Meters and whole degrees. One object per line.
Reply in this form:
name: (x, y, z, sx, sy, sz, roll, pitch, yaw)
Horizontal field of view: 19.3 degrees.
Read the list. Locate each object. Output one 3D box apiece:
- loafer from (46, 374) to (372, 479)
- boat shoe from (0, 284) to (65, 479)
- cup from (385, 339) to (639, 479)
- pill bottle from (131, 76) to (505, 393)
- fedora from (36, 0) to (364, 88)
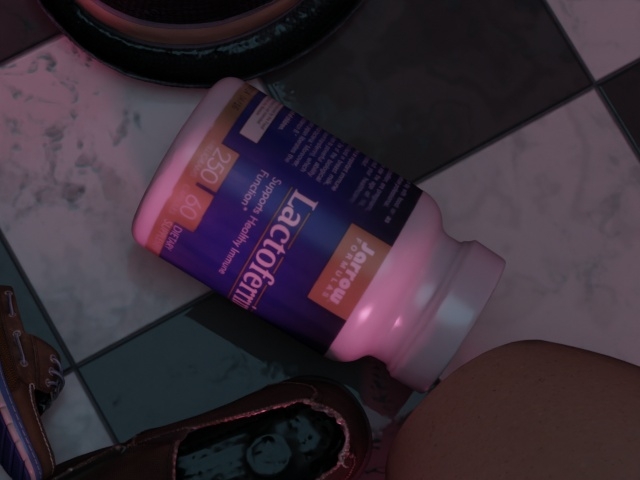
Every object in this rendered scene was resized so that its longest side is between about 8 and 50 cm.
loafer: (-0.128, 0.198, 1.411, 0.366, 0.130, 0.134, -30, 83, -10)
boat shoe: (-0.232, 0.103, 1.438, 0.066, 0.066, 0.183, -14, 61, -26)
cup: (0.181, 0.210, 1.381, 0.331, 0.331, 0.237, -31, 56, -13)
pill bottle: (0.000, 0.000, 1.463, 0.265, 0.153, 0.153, 31, 76, 0)
fedora: (-0.087, -0.291, 1.518, 0.334, 0.152, 0.334, 2, 78, -7)
